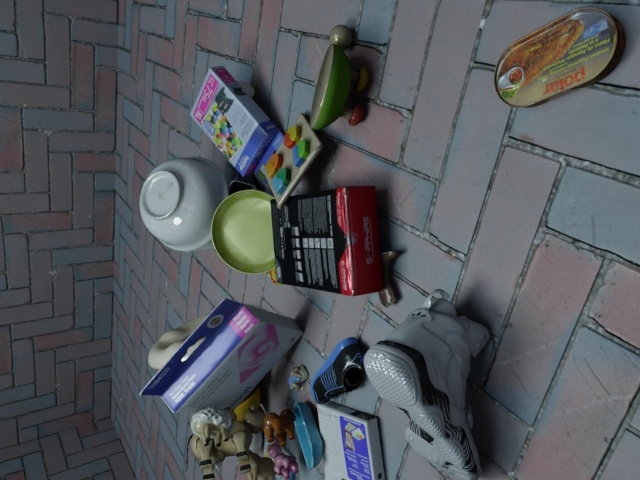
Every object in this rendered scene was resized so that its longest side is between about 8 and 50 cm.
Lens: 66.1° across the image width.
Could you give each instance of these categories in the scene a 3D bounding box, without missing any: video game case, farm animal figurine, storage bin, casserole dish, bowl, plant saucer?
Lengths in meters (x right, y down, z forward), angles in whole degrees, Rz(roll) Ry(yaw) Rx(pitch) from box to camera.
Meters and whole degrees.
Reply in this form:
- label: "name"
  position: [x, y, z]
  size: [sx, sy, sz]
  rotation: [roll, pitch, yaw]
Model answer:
- label: "video game case"
  position: [-0.132, 0.693, 1.551]
  size: [0.166, 0.015, 0.119]
  rotation: [19, 110, 50]
- label: "farm animal figurine"
  position: [-0.216, 0.567, 1.386]
  size: [0.172, 0.326, 0.331]
  rotation: [-114, 36, -52]
- label: "storage bin"
  position: [-0.242, -0.148, 1.523]
  size: [0.091, 0.098, 0.135]
  rotation: [-94, 24, -48]
- label: "casserole dish"
  position: [-0.033, 0.526, 1.338]
  size: [0.188, 0.036, 0.114]
  rotation: [-120, 29, -54]
- label: "bowl"
  position: [-0.428, -0.120, 1.446]
  size: [0.297, 0.134, 0.298]
  rotation: [-3, 82, 23]
- label: "plant saucer"
  position: [-0.194, -0.025, 1.410]
  size: [0.240, 0.037, 0.241]
  rotation: [1, 99, 9]

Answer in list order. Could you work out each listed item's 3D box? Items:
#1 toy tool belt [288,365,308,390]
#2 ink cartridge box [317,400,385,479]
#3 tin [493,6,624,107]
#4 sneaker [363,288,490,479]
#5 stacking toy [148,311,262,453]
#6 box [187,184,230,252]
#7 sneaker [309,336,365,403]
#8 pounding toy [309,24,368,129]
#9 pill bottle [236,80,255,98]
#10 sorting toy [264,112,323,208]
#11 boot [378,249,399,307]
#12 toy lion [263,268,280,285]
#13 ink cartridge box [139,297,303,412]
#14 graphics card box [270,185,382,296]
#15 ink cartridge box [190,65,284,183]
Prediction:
- label: "toy tool belt"
  position: [-0.072, 0.395, 1.395]
  size: [0.052, 0.051, 0.083]
  rotation: [49, 132, 38]
- label: "ink cartridge box"
  position: [0.073, 0.524, 1.224]
  size: [0.206, 0.045, 0.209]
  rotation: [-5, 90, 54]
- label: "tin"
  position: [0.352, -0.268, 0.740]
  size: [0.189, 0.040, 0.106]
  rotation: [-14, 80, 53]
- label: "sneaker"
  position: [0.236, 0.268, 0.901]
  size: [0.137, 0.210, 0.366]
  rotation: [3, 132, 54]
- label: "stacking toy"
  position: [-0.301, 0.484, 1.568]
  size: [0.350, 0.350, 0.481]
  rotation: [-8, 105, 53]
- label: "box"
  position: [-0.355, -0.073, 1.598]
  size: [0.119, 0.181, 0.181]
  rotation: [-39, 64, 51]
- label: "sneaker"
  position: [0.045, 0.344, 1.205]
  size: [0.091, 0.081, 0.232]
  rotation: [58, 136, 41]
- label: "pounding toy"
  position: [0.053, -0.346, 1.099]
  size: [0.183, 0.110, 0.237]
  rotation: [115, 163, -50]
- label: "pill bottle"
  position: [-0.259, -0.401, 1.497]
  size: [0.160, 0.087, 0.087]
  rotation: [-52, 55, 43]
- label: "sorting toy"
  position: [-0.079, -0.206, 1.239]
  size: [0.193, 0.038, 0.208]
  rotation: [-53, 33, 23]
- label: "boot"
  position: [0.150, 0.084, 1.062]
  size: [0.106, 0.037, 0.114]
  rotation: [142, 119, -63]
- label: "toy lion"
  position: [-0.131, 0.078, 1.448]
  size: [0.096, 0.034, 0.100]
  rotation: [24, 114, 42]
- label: "ink cartridge box"
  position: [-0.237, 0.315, 1.275]
  size: [0.324, 0.330, 0.071]
  rotation: [-48, 60, 6]
- label: "graphics card box"
  position: [0.000, 0.000, 1.179]
  size: [0.370, 0.094, 0.233]
  rotation: [-2, 94, 59]
- label: "ink cartridge box"
  position: [-0.238, -0.324, 1.419]
  size: [0.311, 0.065, 0.186]
  rotation: [48, 133, 7]
